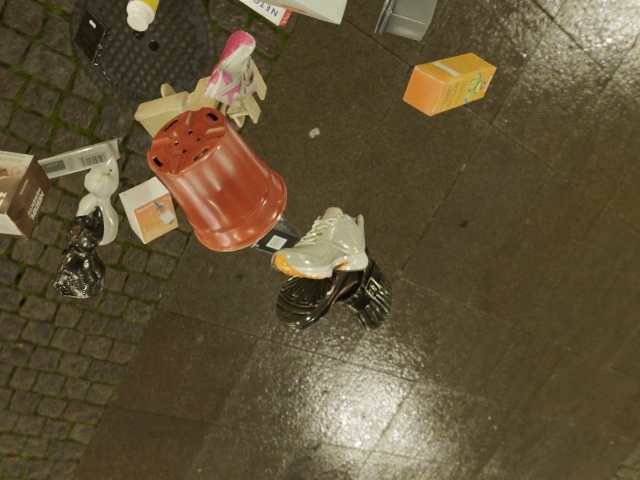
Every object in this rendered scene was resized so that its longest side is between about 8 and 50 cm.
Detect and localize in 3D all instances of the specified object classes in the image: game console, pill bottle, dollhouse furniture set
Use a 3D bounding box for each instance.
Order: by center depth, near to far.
[{"bbox_3d":[-0.432,-0.377,0.953,0.071,0.122,0.107,10,119,-51],"label":"game console"},{"bbox_3d":[-0.437,-0.577,1.183,0.065,0.065,0.116,16,64,-27],"label":"pill bottle"},{"bbox_3d":[-0.424,-0.463,1.628,0.362,0.394,0.256,-8,141,19],"label":"dollhouse furniture set"}]

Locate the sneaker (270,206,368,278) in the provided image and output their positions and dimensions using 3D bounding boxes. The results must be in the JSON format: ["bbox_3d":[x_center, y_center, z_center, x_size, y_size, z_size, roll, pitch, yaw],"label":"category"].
[{"bbox_3d":[0.000,0.000,0.873,0.262,0.099,0.121,-8,100,-59],"label":"sneaker"}]

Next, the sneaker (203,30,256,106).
[{"bbox_3d":[-0.207,-0.428,1.221,0.111,0.252,0.103,24,67,-20],"label":"sneaker"}]

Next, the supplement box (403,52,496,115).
[{"bbox_3d":[0.278,-0.334,1.017,0.233,0.080,0.078,-30,148,-40],"label":"supplement box"}]

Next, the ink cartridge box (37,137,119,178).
[{"bbox_3d":[-0.652,-0.229,1.330,0.189,0.232,0.066,-17,105,-8],"label":"ink cartridge box"}]

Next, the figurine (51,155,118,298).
[{"bbox_3d":[-0.434,-0.030,0.917,0.092,0.215,0.209,15,138,-22],"label":"figurine"}]

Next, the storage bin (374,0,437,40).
[{"bbox_3d":[0.166,-0.443,0.908,0.091,0.098,0.135,20,72,-4],"label":"storage bin"}]

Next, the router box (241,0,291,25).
[{"bbox_3d":[-0.160,-0.743,1.145,0.335,0.082,0.301,31,115,-6],"label":"router box"}]

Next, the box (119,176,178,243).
[{"bbox_3d":[-0.555,-0.096,1.565,0.130,0.091,0.170,-33,151,-26],"label":"box"}]

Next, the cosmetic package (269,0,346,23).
[{"bbox_3d":[-0.173,-0.457,0.753,0.284,0.377,0.098,-25,136,-60],"label":"cosmetic package"}]

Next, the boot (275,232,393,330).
[{"bbox_3d":[0.055,0.150,1.205,0.348,0.131,0.260,-49,129,-32],"label":"boot"}]

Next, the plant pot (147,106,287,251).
[{"bbox_3d":[-0.256,-0.157,1.164,0.272,0.272,0.265,-36,142,-4],"label":"plant pot"}]

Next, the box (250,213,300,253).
[{"bbox_3d":[-0.175,-0.043,1.541,0.093,0.158,0.156,-49,144,15],"label":"box"}]

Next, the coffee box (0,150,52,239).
[{"bbox_3d":[-0.812,-0.118,1.102,0.297,0.168,0.119,9,150,-4],"label":"coffee box"}]
